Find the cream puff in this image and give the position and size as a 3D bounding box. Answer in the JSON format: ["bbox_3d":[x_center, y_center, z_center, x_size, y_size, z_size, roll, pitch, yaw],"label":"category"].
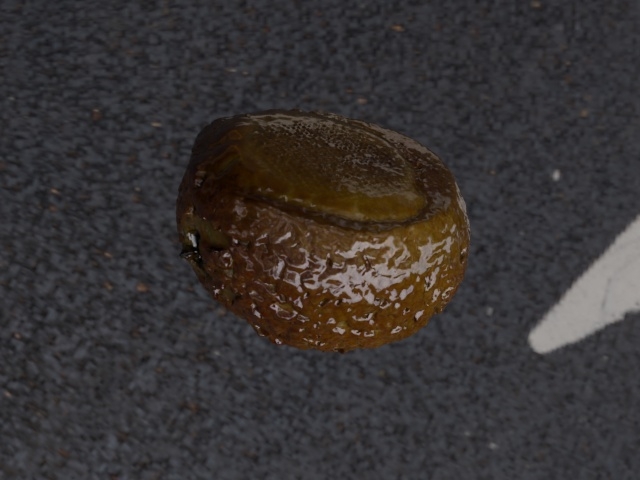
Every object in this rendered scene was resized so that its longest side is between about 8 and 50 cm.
[{"bbox_3d":[0.000,0.000,1.259,0.303,0.303,0.212,-6,124,-30],"label":"cream puff"}]
